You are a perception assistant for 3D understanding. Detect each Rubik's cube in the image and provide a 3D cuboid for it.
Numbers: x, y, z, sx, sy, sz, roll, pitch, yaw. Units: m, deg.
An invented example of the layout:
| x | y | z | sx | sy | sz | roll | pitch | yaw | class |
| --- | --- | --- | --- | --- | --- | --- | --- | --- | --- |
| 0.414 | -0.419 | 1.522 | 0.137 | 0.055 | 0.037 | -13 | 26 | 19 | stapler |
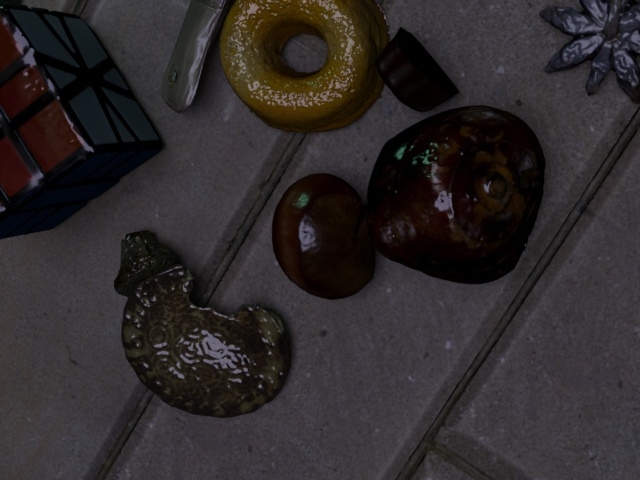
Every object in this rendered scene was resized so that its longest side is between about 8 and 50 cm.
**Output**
| x | y | z | sx | sy | sz | roll | pitch | yaw | class |
| --- | --- | --- | --- | --- | --- | --- | --- | --- | --- |
| -0.473 | -0.189 | 1.762 | 0.283 | 0.288 | 0.293 | -31 | 89 | 17 | Rubik's cube |

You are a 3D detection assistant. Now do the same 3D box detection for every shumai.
| x | y | z | sx | sy | sz | roll | pitch | yaw | class |
| --- | --- | --- | --- | --- | --- | --- | --- | --- | --- |
| -0.308 | 0.033 | 1.848 | 0.124 | 0.099 | 0.087 | -35 | 68 | 17 | shumai |

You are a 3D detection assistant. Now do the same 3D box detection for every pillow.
| x | y | z | sx | sy | sz | roll | pitch | yaw | class |
| --- | --- | --- | --- | --- | --- | --- | --- | --- | --- |
| -0.205 | -0.325 | 1.773 | 0.131 | 0.038 | 0.232 | 37 | 108 | 52 | pillow |

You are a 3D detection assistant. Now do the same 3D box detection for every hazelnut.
| x | y | z | sx | sy | sz | roll | pitch | yaw | class |
| --- | --- | --- | --- | --- | --- | --- | --- | --- | --- |
| 0.000 | 0.000 | 1.724 | 0.178 | 0.178 | 0.204 | -21 | 121 | 16 | hazelnut |

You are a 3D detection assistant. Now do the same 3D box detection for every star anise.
| x | y | z | sx | sy | sz | roll | pitch | yaw | class |
| --- | --- | --- | --- | --- | --- | --- | --- | --- | --- |
| 0.425 | -0.324 | 1.616 | 0.230 | 0.081 | 0.262 | -27 | 91 | 26 | star anise |

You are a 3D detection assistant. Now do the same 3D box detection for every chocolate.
| x | y | z | sx | sy | sz | roll | pitch | yaw | class |
| --- | --- | --- | --- | --- | --- | --- | --- | --- | --- |
| 0.132 | -0.264 | 1.678 | 0.080 | 0.149 | 0.125 | -42 | 48 | 16 | chocolate |

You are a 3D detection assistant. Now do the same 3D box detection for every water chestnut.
| x | y | z | sx | sy | sz | roll | pitch | yaw | class |
| --- | --- | --- | --- | --- | --- | --- | --- | --- | --- |
| 0.198 | -0.073 | 1.617 | 0.244 | 0.289 | 0.289 | 25 | 102 | 21 | water chestnut |

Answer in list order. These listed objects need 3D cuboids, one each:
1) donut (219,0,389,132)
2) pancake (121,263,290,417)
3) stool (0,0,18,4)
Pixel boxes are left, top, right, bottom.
| x | y | z | sx | sy | sz | roll | pitch | yaw | class |
| --- | --- | --- | --- | --- | --- | --- | --- | --- | --- |
| -0.034 | -0.299 | 1.723 | 0.278 | 0.108 | 0.277 | 2 | 97 | 15 | donut |
| -0.195 | 0.170 | 1.833 | 0.288 | 0.033 | 0.286 | -13 | 103 | 13 | pancake |
| -0.576 | -0.422 | 1.851 | 0.096 | 0.110 | 0.096 | 2 | 97 | 19 | stool |
